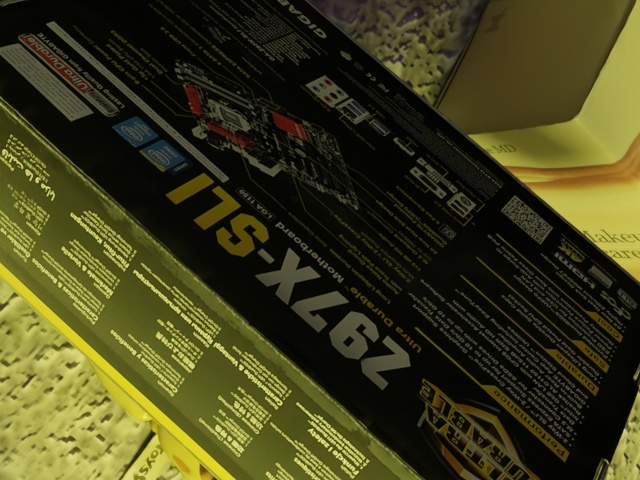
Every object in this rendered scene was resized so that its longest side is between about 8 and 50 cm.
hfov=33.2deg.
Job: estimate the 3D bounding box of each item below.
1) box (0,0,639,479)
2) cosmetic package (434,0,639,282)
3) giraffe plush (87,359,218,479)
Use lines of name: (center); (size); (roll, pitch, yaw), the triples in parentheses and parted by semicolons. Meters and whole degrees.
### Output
box: (0.000, 0.000, 0.505); (0.322, 0.079, 0.257); (41, 34, 6)
cosmetic package: (0.237, -0.045, 0.771); (0.296, 0.153, 0.129); (38, 71, -28)
giraffe plush: (-0.032, 0.075, 0.583); (0.181, 0.170, 0.210); (23, 79, -33)
